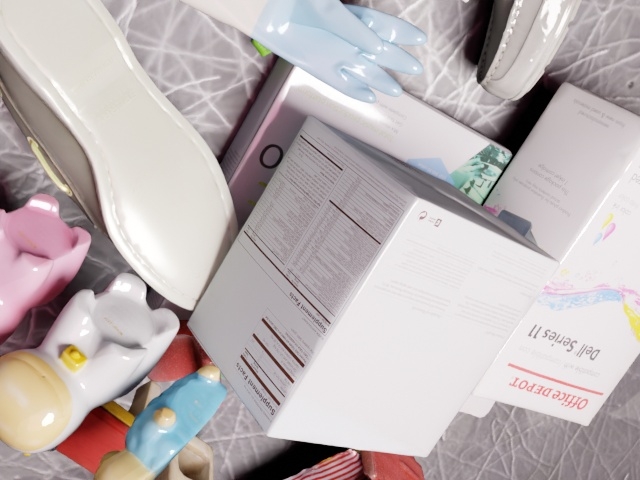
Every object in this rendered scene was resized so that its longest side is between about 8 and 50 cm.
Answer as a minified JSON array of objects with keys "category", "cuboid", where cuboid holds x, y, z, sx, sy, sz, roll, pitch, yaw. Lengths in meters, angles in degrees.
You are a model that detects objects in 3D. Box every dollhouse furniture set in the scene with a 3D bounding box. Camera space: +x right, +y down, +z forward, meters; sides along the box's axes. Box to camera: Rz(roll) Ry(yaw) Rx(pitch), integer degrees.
[{"category":"dollhouse furniture set","cuboid":[-0.071,0.222,0.791,0.201,0.152,0.374,-32,125,19]}]

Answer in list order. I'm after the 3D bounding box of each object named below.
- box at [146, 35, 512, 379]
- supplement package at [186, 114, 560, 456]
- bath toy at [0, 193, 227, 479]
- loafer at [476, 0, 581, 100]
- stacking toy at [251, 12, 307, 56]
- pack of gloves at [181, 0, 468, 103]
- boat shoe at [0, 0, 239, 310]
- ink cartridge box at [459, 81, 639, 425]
[{"category":"box","cuboid":[0.000,0.000,0.814,0.232,0.058,0.322,24,106,-24]},{"category":"supplement package","cuboid":[0.041,0.043,0.703,0.194,0.149,0.203,20,106,-43]},{"category":"bath toy","cuboid":[-0.238,0.049,0.663,0.348,0.151,0.129,47,124,10]},{"category":"loafer","cuboid":[0.176,-0.279,0.724,0.112,0.112,0.319,10,107,-7]},{"category":"stacking toy","cuboid":[-0.011,-0.276,0.696,0.221,0.052,0.167,-35,108,9]},{"category":"pack of gloves","cuboid":[0.011,-0.224,0.662,0.232,0.046,0.195,28,109,-12]},{"category":"boat shoe","cuboid":[-0.169,-0.077,0.698,0.109,0.091,0.305,-41,114,-27]},{"category":"ink cartridge box","cuboid":[0.229,0.053,0.843,0.207,0.119,0.353,20,106,-39]}]
